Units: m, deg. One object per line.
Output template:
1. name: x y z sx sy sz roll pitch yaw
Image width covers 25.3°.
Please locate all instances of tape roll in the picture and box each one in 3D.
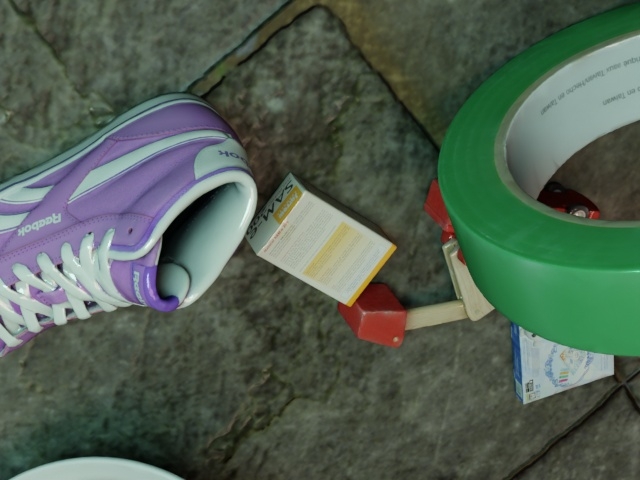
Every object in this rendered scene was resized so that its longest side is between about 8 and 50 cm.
1. tape roll: 0.244 -0.057 0.982 0.321 0.321 0.077 -27 124 -6

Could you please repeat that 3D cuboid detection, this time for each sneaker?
1. sneaker: -0.167 0.018 0.955 0.282 0.161 0.102 -39 126 3

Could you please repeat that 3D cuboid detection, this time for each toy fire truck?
1. toy fire truck: 0.120 0.018 1.139 0.192 0.047 0.135 4 116 -25

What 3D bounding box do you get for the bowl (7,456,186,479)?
1. bowl: -0.151 0.310 1.101 0.298 0.298 0.134 -46 168 7

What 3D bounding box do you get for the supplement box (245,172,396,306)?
1. supplement box: 0.000 0.000 1.086 0.098 0.036 0.062 31 103 -33

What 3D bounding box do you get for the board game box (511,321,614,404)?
1. board game box: 0.209 0.088 1.231 0.090 0.020 0.090 -15 122 -13
